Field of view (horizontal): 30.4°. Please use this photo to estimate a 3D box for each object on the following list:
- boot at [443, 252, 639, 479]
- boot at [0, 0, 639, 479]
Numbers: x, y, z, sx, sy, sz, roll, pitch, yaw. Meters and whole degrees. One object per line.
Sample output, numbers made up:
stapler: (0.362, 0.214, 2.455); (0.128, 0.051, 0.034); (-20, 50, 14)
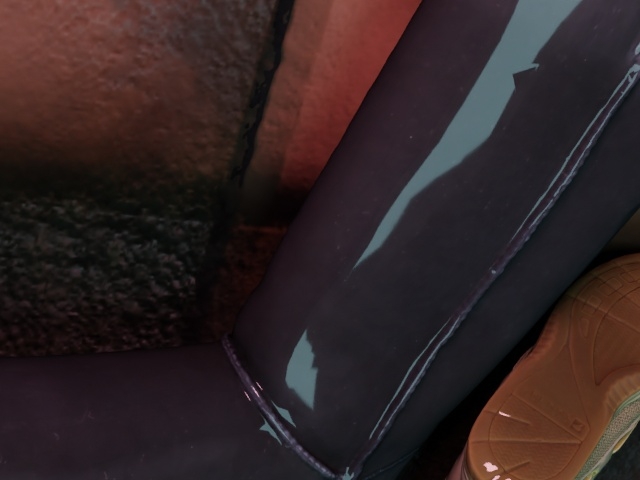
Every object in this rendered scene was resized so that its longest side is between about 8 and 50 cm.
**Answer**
boot: (0.173, 0.138, 0.864); (0.262, 0.095, 0.203); (-42, 160, -34)
boot: (0.001, 0.000, 0.669); (0.367, 0.146, 0.445); (18, 117, -46)
